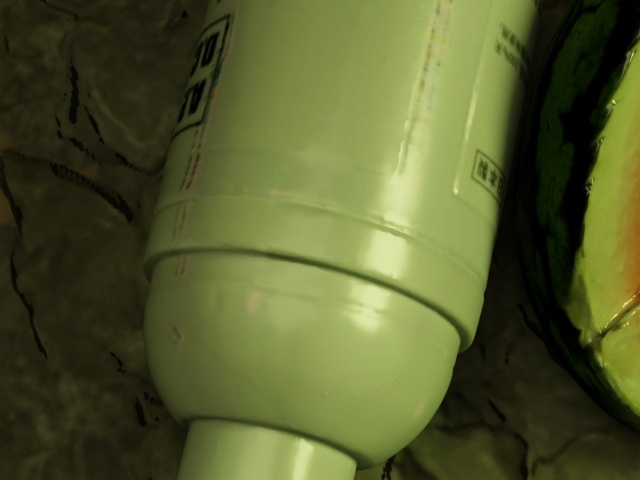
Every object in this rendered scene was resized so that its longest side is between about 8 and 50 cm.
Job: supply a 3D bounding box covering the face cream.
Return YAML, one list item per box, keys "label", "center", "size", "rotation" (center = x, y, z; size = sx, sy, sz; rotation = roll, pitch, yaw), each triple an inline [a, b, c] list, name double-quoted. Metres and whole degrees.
- label: "face cream"
  center: [0.000, 0.000, 0.681]
  size: [0.145, 0.145, 0.370]
  rotation: [9, 71, 13]

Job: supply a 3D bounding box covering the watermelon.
- label: "watermelon"
  center: [0.163, -0.080, 0.673]
  size: [0.159, 0.128, 0.303]
  rotation: [33, 88, 26]
